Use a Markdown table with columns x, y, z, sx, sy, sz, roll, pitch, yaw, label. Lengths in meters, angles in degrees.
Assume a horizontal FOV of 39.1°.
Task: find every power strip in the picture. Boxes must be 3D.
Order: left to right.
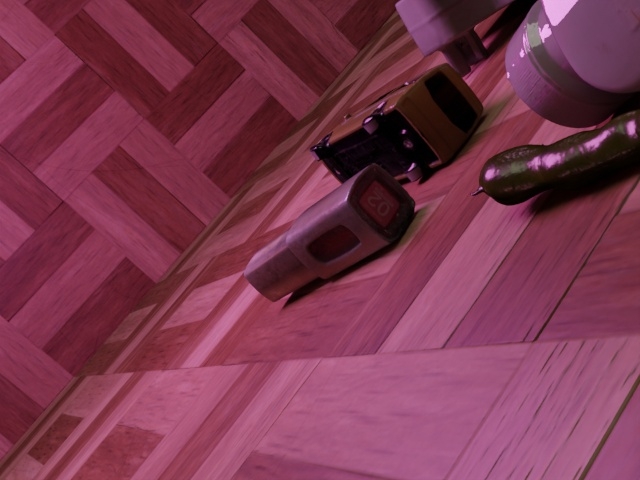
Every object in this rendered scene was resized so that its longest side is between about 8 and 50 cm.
| x | y | z | sx | sy | sz | roll | pitch | yaw | label |
| --- | --- | --- | --- | --- | --- | --- | --- | --- | --- |
| 0.252 | -0.353 | 1.320 | 0.261 | 0.141 | 0.229 | -35 | 8 | -20 | power strip |

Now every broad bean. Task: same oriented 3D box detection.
| x | y | z | sx | sy | sz | roll | pitch | yaw | label |
| --- | --- | --- | --- | --- | --- | --- | --- | --- | --- |
| 0.199 | -0.069 | 0.649 | 0.052 | 0.053 | 0.256 | -20 | -4 | -31 | broad bean |

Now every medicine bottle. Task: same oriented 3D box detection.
| x | y | z | sx | sy | sz | roll | pitch | yaw | label |
| --- | --- | --- | --- | --- | --- | --- | --- | --- | --- |
| 0.238 | -0.198 | 0.619 | 0.111 | 0.161 | 0.296 | -6 | -25 | -21 | medicine bottle |

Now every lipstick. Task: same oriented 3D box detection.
| x | y | z | sx | sy | sz | roll | pitch | yaw | label |
| --- | --- | --- | --- | --- | --- | --- | --- | --- | --- |
| 0.000 | 0.000 | 1.053 | 0.253 | 0.079 | 0.077 | -31 | 19 | 52 | lipstick |

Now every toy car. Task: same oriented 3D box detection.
| x | y | z | sx | sy | sz | roll | pitch | yaw | label |
| --- | --- | --- | --- | --- | --- | --- | --- | --- | --- |
| 0.091 | -0.134 | 1.135 | 0.124 | 0.101 | 0.256 | -46 | 12 | -21 | toy car |
